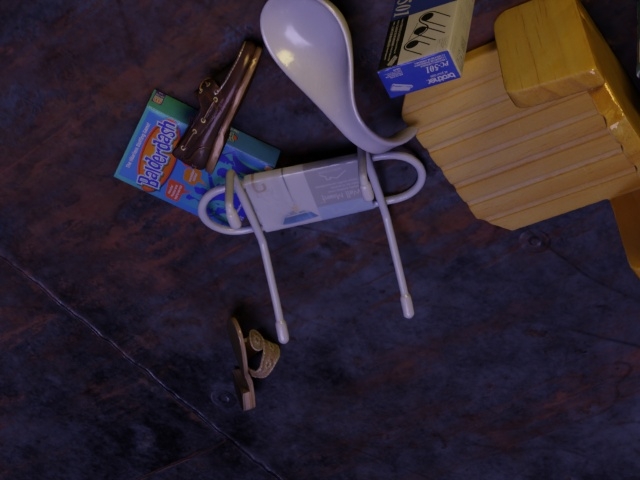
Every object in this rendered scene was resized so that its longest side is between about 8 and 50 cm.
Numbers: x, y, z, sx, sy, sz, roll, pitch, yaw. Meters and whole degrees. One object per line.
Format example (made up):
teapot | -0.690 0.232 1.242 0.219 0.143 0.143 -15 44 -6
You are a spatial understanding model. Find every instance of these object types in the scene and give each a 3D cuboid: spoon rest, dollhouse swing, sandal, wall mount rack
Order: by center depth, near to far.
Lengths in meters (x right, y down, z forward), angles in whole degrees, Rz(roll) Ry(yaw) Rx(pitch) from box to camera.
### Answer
dollhouse swing | 0.294 -0.095 1.725 0.305 0.315 0.347 -28 120 20
spoon rest | 0.022 -0.225 1.772 0.137 0.084 0.276 -25 113 44
wall mount rack | 0.000 0.000 1.943 0.350 0.130 0.304 -11 138 10
sandal | -0.108 0.201 2.231 0.079 0.088 0.240 -16 141 -14

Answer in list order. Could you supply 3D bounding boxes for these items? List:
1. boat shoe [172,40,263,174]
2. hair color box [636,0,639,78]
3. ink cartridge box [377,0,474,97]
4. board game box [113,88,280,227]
boat shoe | -0.148 -0.194 1.846 0.073 0.073 0.207 25 109 -3
hair color box | 0.562 -0.194 1.625 0.347 0.174 0.105 31 130 -14
ink cartridge box | 0.137 -0.267 1.644 0.097 0.207 0.046 -14 126 25
board game box | -0.189 -0.117 1.969 0.210 0.047 0.160 25 132 -8
